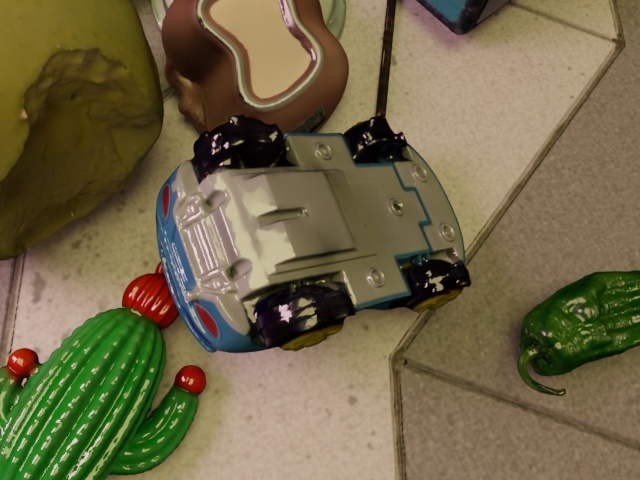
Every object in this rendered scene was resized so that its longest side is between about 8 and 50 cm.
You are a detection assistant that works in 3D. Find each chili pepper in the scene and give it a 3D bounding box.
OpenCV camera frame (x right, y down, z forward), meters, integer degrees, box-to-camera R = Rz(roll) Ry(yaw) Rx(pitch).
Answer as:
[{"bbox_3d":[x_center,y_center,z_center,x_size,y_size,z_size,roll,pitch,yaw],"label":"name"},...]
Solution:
[{"bbox_3d":[0.301,0.081,0.627,0.257,0.074,0.100,-16,73,-14],"label":"chili pepper"}]

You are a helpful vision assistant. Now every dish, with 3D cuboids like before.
[{"bbox_3d":[-0.065,-0.195,0.632,0.213,0.090,0.213,0,89,-11],"label":"dish"}]

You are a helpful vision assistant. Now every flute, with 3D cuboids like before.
[{"bbox_3d":[0.085,-0.266,0.751,0.014,0.014,0.270,9,70,-5],"label":"flute"}]

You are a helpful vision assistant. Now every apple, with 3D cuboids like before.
[{"bbox_3d":[-0.280,-0.117,0.517,0.279,0.279,0.279,3,70,-7],"label":"apple"}]

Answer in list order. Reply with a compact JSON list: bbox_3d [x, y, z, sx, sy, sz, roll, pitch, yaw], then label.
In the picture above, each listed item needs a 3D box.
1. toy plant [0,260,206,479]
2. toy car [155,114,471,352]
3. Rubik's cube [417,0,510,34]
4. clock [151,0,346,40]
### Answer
[{"bbox_3d":[-0.185,0.135,0.537,0.240,0.088,0.155,-34,91,-28],"label":"toy plant"},{"bbox_3d":[0.000,0.000,0.574,0.314,0.166,0.198,-10,72,-42],"label":"toy car"},{"bbox_3d":[0.193,-0.489,0.679,0.313,0.316,0.318,-40,78,-22],"label":"Rubik's cube"},{"bbox_3d":[-0.083,-0.298,0.719,0.236,0.053,0.236,2,70,-6],"label":"clock"}]
